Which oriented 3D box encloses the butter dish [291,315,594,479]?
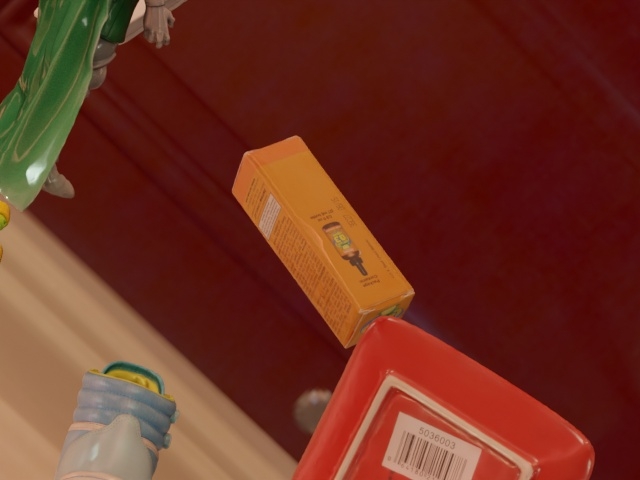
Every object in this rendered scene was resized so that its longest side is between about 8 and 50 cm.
[{"bbox_3d":[0.084,0.142,0.943,0.118,0.160,0.159,-7,-55,-62],"label":"butter dish"}]

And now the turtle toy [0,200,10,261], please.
[{"bbox_3d":[-0.331,0.023,1.431,0.095,0.066,0.130,-91,17,-51],"label":"turtle toy"}]

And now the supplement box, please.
[{"bbox_3d":[0.000,0.000,1.668,0.078,0.233,0.080,-20,-30,-32],"label":"supplement box"}]

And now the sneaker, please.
[{"bbox_3d":[-0.235,0.253,1.694,0.319,0.127,0.208,130,157,-57],"label":"sneaker"}]

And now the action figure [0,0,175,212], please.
[{"bbox_3d":[-0.117,-0.139,0.846,0.232,0.064,0.137,-63,31,19],"label":"action figure"}]

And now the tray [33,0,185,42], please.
[{"bbox_3d":[-0.141,-0.272,1.526,0.270,0.030,0.145,-38,38,-20],"label":"tray"}]
